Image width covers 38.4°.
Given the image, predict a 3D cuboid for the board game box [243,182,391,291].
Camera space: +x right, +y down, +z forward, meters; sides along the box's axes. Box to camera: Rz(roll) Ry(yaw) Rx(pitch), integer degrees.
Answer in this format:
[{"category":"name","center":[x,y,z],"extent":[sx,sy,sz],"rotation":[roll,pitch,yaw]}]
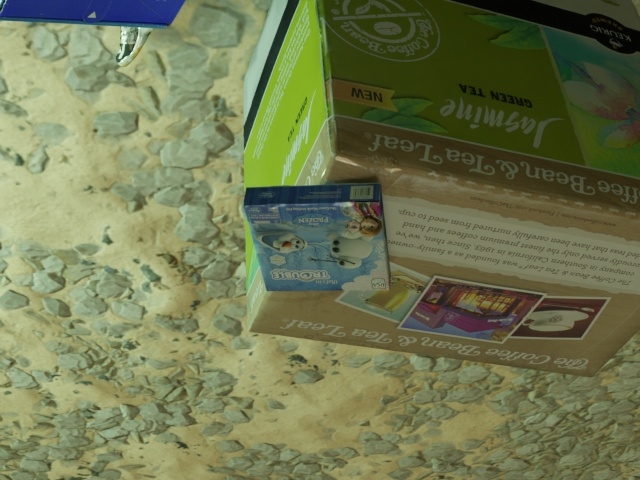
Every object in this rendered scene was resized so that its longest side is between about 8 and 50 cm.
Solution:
[{"category":"board game box","center":[0.000,0.000,0.626],"extent":[0.090,0.020,0.090],"rotation":[-1,138,9]}]

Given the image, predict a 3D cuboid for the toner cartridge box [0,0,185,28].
[{"category":"toner cartridge box","center":[-0.115,-0.301,0.655],"extent":[0.165,0.075,0.348],"rotation":[-8,152,-44]}]

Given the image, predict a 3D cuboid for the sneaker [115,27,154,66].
[{"category":"sneaker","center":[-0.177,-0.201,0.866],"extent":[0.037,0.032,0.083],"rotation":[30,127,-17]}]

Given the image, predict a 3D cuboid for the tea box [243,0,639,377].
[{"category":"tea box","center":[0.116,-0.084,0.802],"extent":[0.328,0.324,0.220],"rotation":[9,139,-17]}]
